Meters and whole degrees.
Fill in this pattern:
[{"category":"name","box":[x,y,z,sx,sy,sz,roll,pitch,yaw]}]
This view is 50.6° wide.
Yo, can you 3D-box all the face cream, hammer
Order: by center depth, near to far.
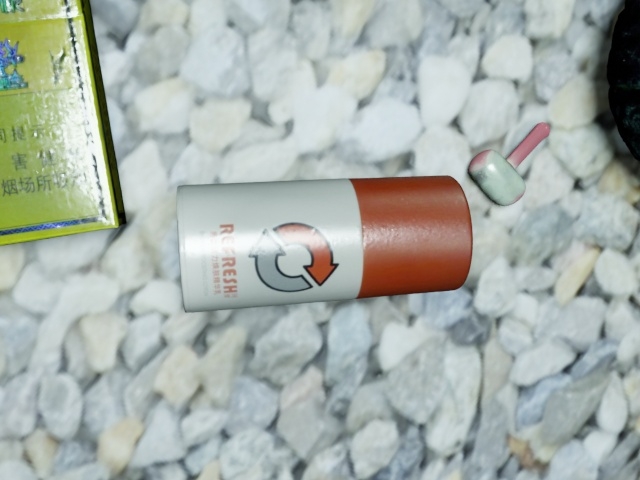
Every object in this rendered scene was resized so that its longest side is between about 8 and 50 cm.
[{"category":"face cream","box":[0.000,0.000,0.523,0.214,0.096,0.096,-4,94,-9]},{"category":"hammer","box":[0.168,-0.072,0.581,0.083,0.031,0.052,-46,103,-10]}]

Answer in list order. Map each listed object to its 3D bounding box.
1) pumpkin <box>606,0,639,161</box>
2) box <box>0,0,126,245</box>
[{"category":"pumpkin","box":[0.356,-0.138,0.496,0.247,0.248,0.248,-1,94,-9]},{"category":"box","box":[-0.232,-0.108,0.495,0.140,0.064,0.220,-9,97,-8]}]
